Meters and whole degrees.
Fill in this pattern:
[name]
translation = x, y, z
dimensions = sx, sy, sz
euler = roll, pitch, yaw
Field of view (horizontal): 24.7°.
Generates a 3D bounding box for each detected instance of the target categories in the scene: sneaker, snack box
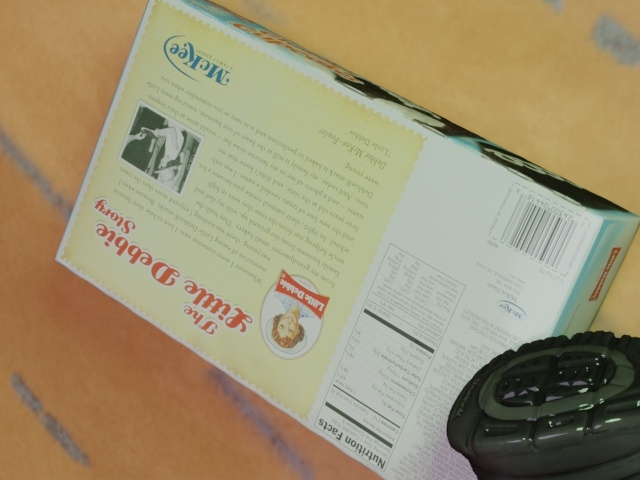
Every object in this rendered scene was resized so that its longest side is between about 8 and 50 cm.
[sneaker]
translation = 0.211, 0.103, 0.698
dimensions = 0.286, 0.109, 0.130
euler = -8, 116, 22
[snack box]
translation = 0.000, 0.000, 0.843
dimensions = 0.322, 0.060, 0.187
euler = 31, 106, 28
